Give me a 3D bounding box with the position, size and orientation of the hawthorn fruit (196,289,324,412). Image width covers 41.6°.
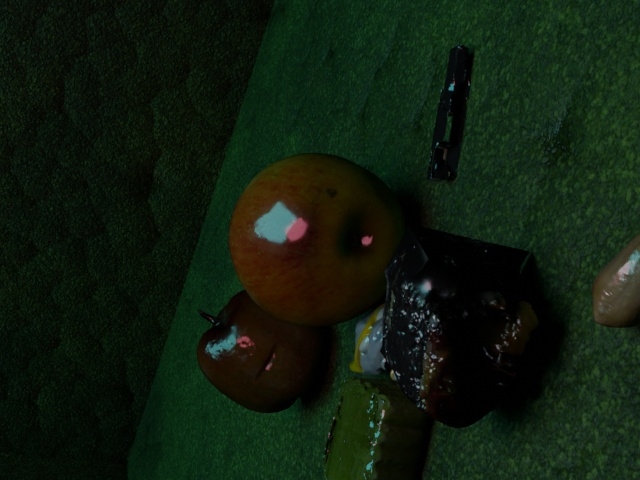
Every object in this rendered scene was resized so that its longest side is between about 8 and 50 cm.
[{"bbox_3d":[-0.148,0.237,1.878,0.268,0.300,0.268,-63,8,15],"label":"hawthorn fruit"}]

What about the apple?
[{"bbox_3d":[0.000,0.000,1.608,0.339,0.339,0.340,-168,90,-68],"label":"apple"}]

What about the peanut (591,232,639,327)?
[{"bbox_3d":[0.375,0.043,0.989,0.152,0.076,0.076,-59,28,30],"label":"peanut"}]

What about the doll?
[{"bbox_3d":[0.125,0.180,1.484,0.316,0.103,0.146,180,95,-73],"label":"doll"}]

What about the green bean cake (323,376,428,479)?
[{"bbox_3d":[0.094,0.352,1.469,0.200,0.113,0.214,-177,99,-69],"label":"green bean cake"}]

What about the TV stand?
[{"bbox_3d":[0.235,-0.228,1.518,0.036,0.042,0.249,173,108,-70],"label":"TV stand"}]

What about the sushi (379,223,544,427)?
[{"bbox_3d":[0.197,0.138,1.186,0.212,0.215,0.227,-112,40,-54],"label":"sushi"}]
